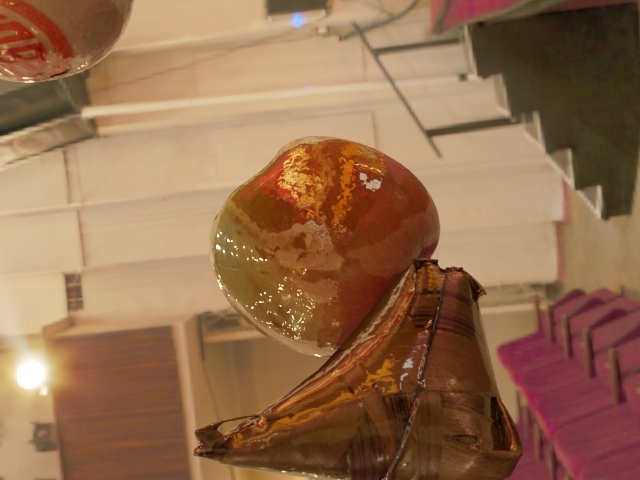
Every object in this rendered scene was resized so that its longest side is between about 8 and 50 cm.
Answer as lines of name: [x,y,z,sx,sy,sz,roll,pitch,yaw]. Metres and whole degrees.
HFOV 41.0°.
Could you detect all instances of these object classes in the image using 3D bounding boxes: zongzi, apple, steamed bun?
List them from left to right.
steamed bun: [-0.362,-0.289,0.992,0.283,0.283,0.177,74,-158,-63]
apple: [0.000,0.000,1.296,0.338,0.305,0.338,-52,-11,-14]
zongzi: [0.027,0.109,0.800,0.260,0.289,0.123,-92,22,-44]
